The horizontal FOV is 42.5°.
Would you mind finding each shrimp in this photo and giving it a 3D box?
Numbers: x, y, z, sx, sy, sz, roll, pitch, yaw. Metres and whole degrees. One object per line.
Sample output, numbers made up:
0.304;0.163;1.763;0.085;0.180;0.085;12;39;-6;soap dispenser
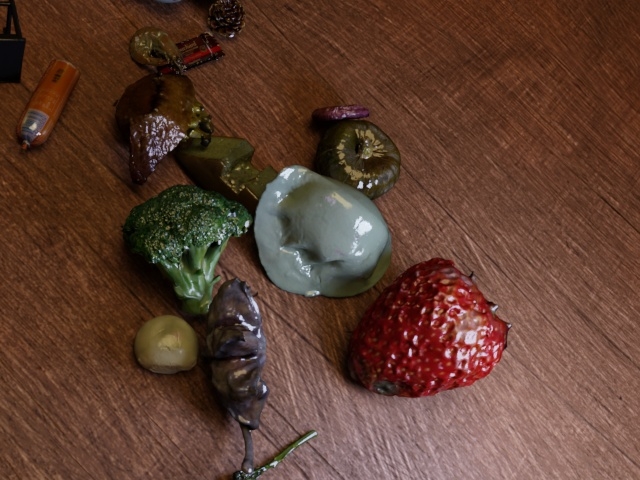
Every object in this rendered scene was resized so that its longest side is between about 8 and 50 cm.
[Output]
-0.383;-0.443;1.944;0.099;0.041;0.180;-40;67;-16;shrimp

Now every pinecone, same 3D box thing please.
-0.236;-0.567;2.067;0.102;0.109;0.102;0;72;-1;pinecone

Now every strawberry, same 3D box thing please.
0.235;0.197;1.780;0.310;0.292;0.292;-27;78;-41;strawberry

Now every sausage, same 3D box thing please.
-0.592;-0.285;1.768;0.071;0.071;0.234;23;56;-13;sausage

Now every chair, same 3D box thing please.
-0.697;-0.386;1.722;0.141;0.154;0.260;-7;65;-28;chair

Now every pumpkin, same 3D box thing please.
0.095;-0.200;1.996;0.218;0.162;0.219;9;61;-16;pumpkin

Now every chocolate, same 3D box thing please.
-0.323;-0.453;2.013;0.182;0.028;0.086;-33;84;-32;chocolate

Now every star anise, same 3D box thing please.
-0.171;0.230;1.603;0.139;0.316;0.359;-10;24;0;star anise

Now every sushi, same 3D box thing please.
-0.350;-0.264;1.820;0.179;0.166;0.296;57;15;-36;sushi

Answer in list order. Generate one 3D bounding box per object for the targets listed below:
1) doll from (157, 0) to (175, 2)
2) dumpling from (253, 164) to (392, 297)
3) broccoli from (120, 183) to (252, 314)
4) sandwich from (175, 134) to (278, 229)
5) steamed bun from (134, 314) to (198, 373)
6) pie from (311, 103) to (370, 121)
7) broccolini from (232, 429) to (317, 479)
-0.339;-0.664;2.068;0.336;0.105;0.200;-20;51;-33;doll
0.018;-0.020;1.843;0.320;0.270;0.212;34;33;2;dumpling
-0.264;0.015;1.688;0.269;0.254;0.269;-2;100;-13;broccoli
-0.209;-0.157;1.850;0.235;0.128;0.122;44;46;1;sandwich
-0.300;0.201;1.630;0.129;0.091;0.113;10;58;-20;steamed bun
0.050;-0.317;2.057;0.154;0.154;0.036;-8;97;-29;pie
-0.085;0.437;1.639;0.218;0.042;0.044;-22;76;-35;broccolini
